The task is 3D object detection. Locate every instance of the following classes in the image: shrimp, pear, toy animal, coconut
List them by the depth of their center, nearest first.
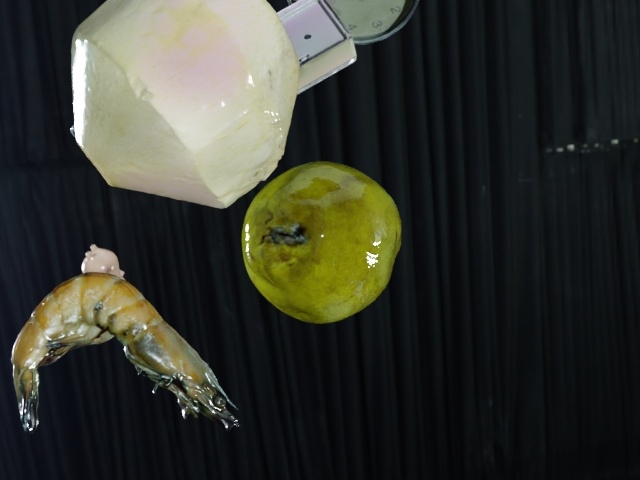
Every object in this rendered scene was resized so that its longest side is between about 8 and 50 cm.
[{"bbox_3d":[-0.149,-0.157,0.864,0.259,0.259,0.259,-4,-171,1],"label":"coconut"},{"bbox_3d":[-0.231,0.170,0.907,0.198,0.262,0.051,-48,180,-4],"label":"shrimp"},{"bbox_3d":[-0.408,0.076,1.520,0.083,0.150,0.089,-30,-151,-18],"label":"toy animal"},{"bbox_3d":[0.000,0.000,1.752,0.352,0.351,0.413,2,173,35],"label":"pear"}]

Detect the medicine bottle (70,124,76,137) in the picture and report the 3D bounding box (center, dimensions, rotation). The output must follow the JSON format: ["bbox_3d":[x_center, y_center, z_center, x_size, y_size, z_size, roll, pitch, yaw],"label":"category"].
[{"bbox_3d":[-0.276,-0.231,1.162,0.092,0.061,0.220,-6,-133,52],"label":"medicine bottle"}]

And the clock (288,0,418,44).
[{"bbox_3d":[0.062,-0.501,1.528,0.281,0.280,0.055,-2,-134,17],"label":"clock"}]

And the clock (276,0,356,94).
[{"bbox_3d":[-0.048,-0.358,1.499,0.192,0.147,0.071,-31,151,-1],"label":"clock"}]
